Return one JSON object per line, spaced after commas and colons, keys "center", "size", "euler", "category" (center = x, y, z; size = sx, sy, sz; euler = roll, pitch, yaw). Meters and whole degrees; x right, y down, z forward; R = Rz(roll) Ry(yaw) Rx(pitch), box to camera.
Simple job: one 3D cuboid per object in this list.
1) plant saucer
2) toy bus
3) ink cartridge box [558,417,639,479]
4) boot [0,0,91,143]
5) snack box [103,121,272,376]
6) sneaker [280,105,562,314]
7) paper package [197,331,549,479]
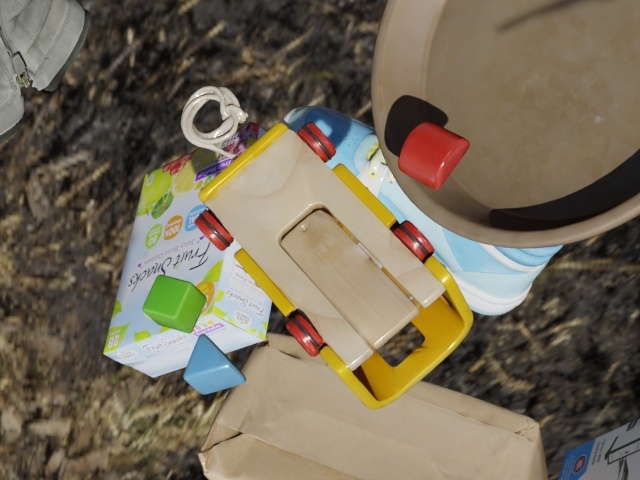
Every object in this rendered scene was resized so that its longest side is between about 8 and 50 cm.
{"center": [0.151, -0.125, 0.864], "size": [0.041, 0.278, 0.278], "euler": [24, 61, -47], "category": "plant saucer"}
{"center": [0.003, 0.011, 0.889], "size": [0.191, 0.104, 0.202], "euler": [0, 65, 19], "category": "toy bus"}
{"center": [0.321, 0.247, 1.349], "size": [0.086, 0.203, 0.148], "euler": [38, 46, -14], "category": "ink cartridge box"}
{"center": [-0.194, -0.187, 0.877], "size": [0.083, 0.161, 0.246], "euler": [23, 72, 37], "category": "boot"}
{"center": [-0.114, 0.011, 1.339], "size": [0.070, 0.174, 0.207], "euler": [28, 56, -34], "category": "snack box"}
{"center": [0.121, -0.075, 1.422], "size": [0.319, 0.208, 0.127], "euler": [33, 53, -5], "category": "sneaker"}
{"center": [0.075, 0.264, 1.431], "size": [0.309, 0.325, 0.168], "euler": [17, 66, 20], "category": "paper package"}
